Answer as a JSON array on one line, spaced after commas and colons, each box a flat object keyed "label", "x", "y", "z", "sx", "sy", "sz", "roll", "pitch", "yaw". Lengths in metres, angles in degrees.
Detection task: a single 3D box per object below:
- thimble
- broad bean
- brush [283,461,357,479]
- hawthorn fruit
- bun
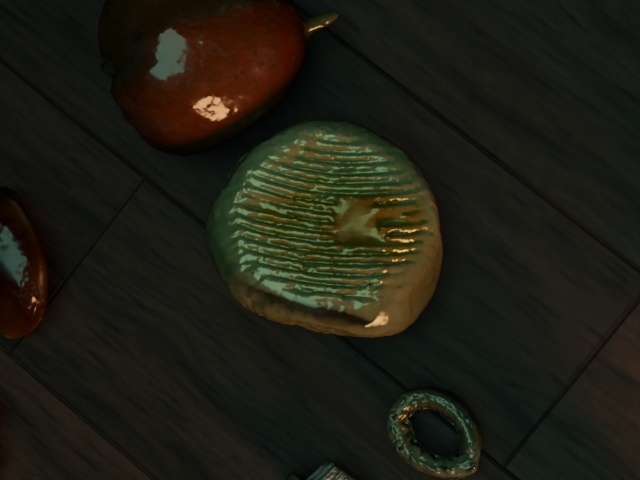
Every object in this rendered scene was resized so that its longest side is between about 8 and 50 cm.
[{"label": "thimble", "x": 0.121, "y": 0.200, "z": 1.465, "sx": 0.084, "sy": 0.062, "sz": 0.110, "roll": -44, "pitch": 80, "yaw": 6}, {"label": "broad bean", "x": -0.348, "y": 0.025, "z": 1.549, "sx": 0.114, "sy": 0.084, "sz": 0.165, "roll": -27, "pitch": 82, "yaw": 43}, {"label": "brush", "x": 0.095, "y": 0.347, "z": 1.465, "sx": 0.065, "sy": 0.070, "sz": 0.327, "roll": -45, "pitch": 82, "yaw": -5}, {"label": "hawthorn fruit", "x": -0.103, "y": -0.202, "z": 1.477, "sx": 0.251, "sy": 0.199, "sz": 0.199, "roll": -17, "pitch": 84, "yaw": -3}, {"label": "bun", "x": 0.000, "y": 0.000, "z": 1.457, "sx": 0.244, "sy": 0.153, "sz": 0.243, "roll": 1, "pitch": 72, "yaw": -4}]
